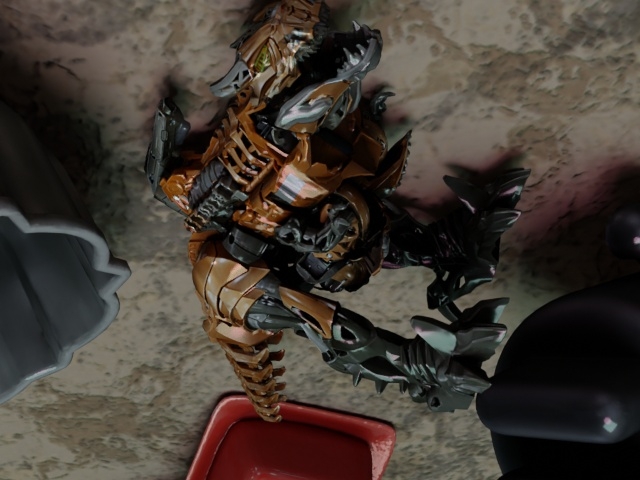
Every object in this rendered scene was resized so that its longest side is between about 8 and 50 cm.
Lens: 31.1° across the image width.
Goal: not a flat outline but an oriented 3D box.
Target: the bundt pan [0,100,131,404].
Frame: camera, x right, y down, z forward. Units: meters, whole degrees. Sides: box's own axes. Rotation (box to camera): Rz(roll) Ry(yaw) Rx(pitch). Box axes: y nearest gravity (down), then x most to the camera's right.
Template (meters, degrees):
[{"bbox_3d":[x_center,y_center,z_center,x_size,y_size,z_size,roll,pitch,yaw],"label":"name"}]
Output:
[{"bbox_3d":[-0.277,0.017,0.613,0.330,0.124,0.331,-20,159,-8],"label":"bundt pan"}]

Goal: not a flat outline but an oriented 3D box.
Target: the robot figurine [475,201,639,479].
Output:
[{"bbox_3d":[0.219,0.100,0.704,0.278,0.173,0.209,-10,133,-43],"label":"robot figurine"}]

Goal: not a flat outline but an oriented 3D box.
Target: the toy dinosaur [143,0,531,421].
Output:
[{"bbox_3d":[0.000,0.000,0.687,0.218,0.164,0.322,16,158,1],"label":"toy dinosaur"}]

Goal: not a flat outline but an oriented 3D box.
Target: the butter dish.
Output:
[{"bbox_3d":[-0.024,0.222,0.913,0.160,0.118,0.160,14,115,-19],"label":"butter dish"}]
